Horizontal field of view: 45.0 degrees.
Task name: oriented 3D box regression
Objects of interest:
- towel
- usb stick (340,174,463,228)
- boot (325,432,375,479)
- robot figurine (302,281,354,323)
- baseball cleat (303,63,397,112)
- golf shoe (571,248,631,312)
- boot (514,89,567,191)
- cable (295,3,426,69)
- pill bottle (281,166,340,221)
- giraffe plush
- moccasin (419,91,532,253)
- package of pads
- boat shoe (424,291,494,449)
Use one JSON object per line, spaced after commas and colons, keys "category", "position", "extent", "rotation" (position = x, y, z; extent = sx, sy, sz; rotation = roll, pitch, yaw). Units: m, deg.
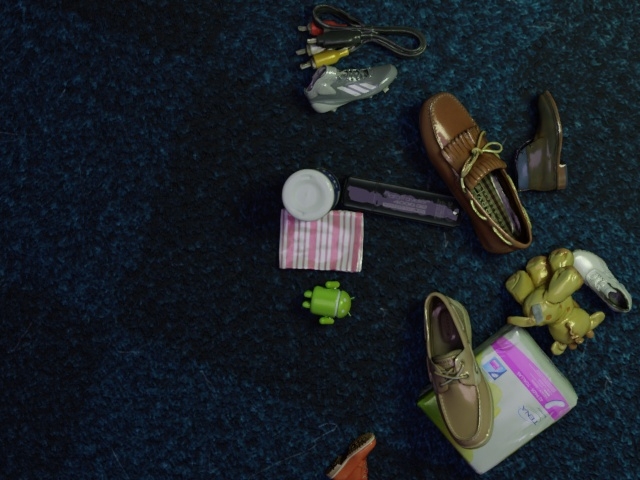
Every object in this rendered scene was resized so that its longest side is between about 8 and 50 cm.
{"category": "towel", "position": [0.000, 0.000, 1.792], "extent": [0.197, 0.029, 0.144], "rotation": [3, 98, 8]}
{"category": "usb stick", "position": [0.183, -0.087, 1.747], "extent": [0.278, 0.045, 0.077], "rotation": [11, 91, 6]}
{"category": "boot", "position": [0.093, 0.528, 1.843], "extent": [0.085, 0.059, 0.158], "rotation": [39, 110, -2]}
{"category": "robot figurine", "position": [0.018, 0.143, 1.790], "extent": [0.115, 0.067, 0.101], "rotation": [10, 93, 6]}
{"category": "baseball cleat", "position": [0.063, -0.351, 1.696], "extent": [0.206, 0.072, 0.109], "rotation": [-25, 134, 10]}
{"category": "golf shoe", "position": [0.616, 0.089, 1.690], "extent": [0.176, 0.086, 0.069], "rotation": [42, 103, 2]}
{"category": "boot", "position": [0.465, -0.208, 1.671], "extent": [0.106, 0.082, 0.219], "rotation": [-10, 98, 7]}
{"category": "cable", "position": [0.087, -0.455, 1.718], "extent": [0.287, 0.072, 0.139], "rotation": [-3, 81, -4]}
{"category": "pill bottle", "position": [-0.015, -0.106, 1.698], "extent": [0.112, 0.186, 0.112], "rotation": [1, 98, 8]}
{"category": "giraffe plush", "position": [0.521, 0.148, 1.681], "extent": [0.170, 0.210, 0.181], "rotation": [40, 135, -23]}
{"category": "moccasin", "position": [0.334, -0.144, 1.649], "extent": [0.139, 0.147, 0.380], "rotation": [-25, 94, -19]}
{"category": "package of pads", "position": [0.401, 0.358, 1.751], "extent": [0.296, 0.101, 0.229], "rotation": [-40, 90, 12]}
{"category": "boat shoe", "position": [0.281, 0.277, 1.666], "extent": [0.122, 0.110, 0.341], "rotation": [-24, 58, 22]}
